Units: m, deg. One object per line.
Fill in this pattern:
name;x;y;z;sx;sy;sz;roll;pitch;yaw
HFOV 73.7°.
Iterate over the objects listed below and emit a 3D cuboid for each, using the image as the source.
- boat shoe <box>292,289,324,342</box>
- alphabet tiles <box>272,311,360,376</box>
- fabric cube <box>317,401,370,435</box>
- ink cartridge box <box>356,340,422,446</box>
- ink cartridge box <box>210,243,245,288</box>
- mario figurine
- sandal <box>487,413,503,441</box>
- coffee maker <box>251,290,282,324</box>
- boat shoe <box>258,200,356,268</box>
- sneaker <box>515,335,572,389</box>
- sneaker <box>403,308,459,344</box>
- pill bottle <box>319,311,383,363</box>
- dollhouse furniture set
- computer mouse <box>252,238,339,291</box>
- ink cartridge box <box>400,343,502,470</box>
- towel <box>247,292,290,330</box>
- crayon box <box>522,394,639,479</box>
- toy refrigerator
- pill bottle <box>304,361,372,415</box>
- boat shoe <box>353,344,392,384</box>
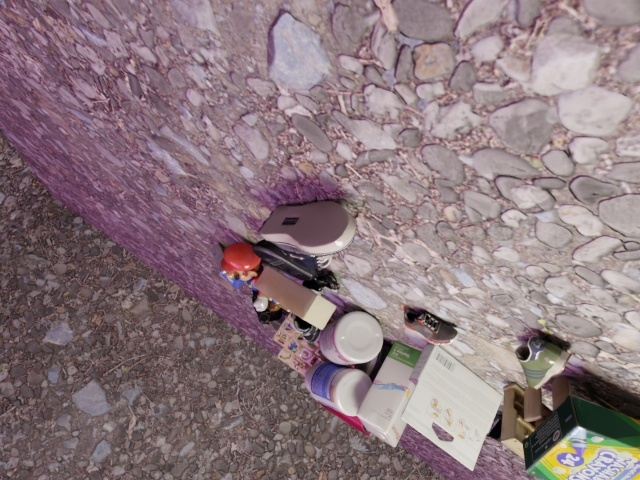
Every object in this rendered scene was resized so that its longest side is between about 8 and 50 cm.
boat shoe;-0.050;0.287;1.519;0.108;0.102;0.301;19;136;15
alphabet tiles;-0.005;0.416;1.657;0.343;0.285;0.011;34;-162;3
fabric cube;0.144;0.622;1.802;0.258;0.259;0.254;25;156;27
ink cartridge box;0.249;0.511;1.421;0.117;0.278;0.201;20;152;31
ink cartridge box;-0.356;0.095;1.629;0.097;0.046;0.207;51;178;-33
mario figurine;-0.255;0.133;1.516;0.198;0.170;0.320;13;151;37
sandal;0.568;0.603;1.399;0.055;0.097;0.254;30;156;13
coffee maker;-0.221;0.273;1.733;0.120;0.171;0.178;14;155;8
boat shoe;0.000;0.000;1.005;0.158;0.127;0.341;41;165;-30
sneaker;0.468;0.261;0.934;0.086;0.064;0.192;33;158;24
sneaker;0.278;0.220;1.107;0.158;0.061;0.064;12;141;42
pill bottle;0.092;0.340;1.453;0.161;0.160;0.283;35;158;0
dollhouse furniture set;0.581;0.426;1.053;0.212;0.161;0.242;39;134;-9
computer mouse;-0.076;0.062;1.278;0.272;0.072;0.189;33;161;-23
ink cartridge box;0.373;0.477;1.239;0.275;0.238;0.060;38;156;-7
towel;-0.190;0.390;2.086;0.313;0.056;0.324;22;152;21
crayon box;0.632;0.466;0.891;0.324;0.083;0.202;19;127;5
toy refrigerator;-0.088;0.180;1.354;0.270;0.094;0.102;24;169;45
pill bottle;0.053;0.515;1.522;0.152;0.152;0.272;43;157;-18
boat shoe;0.181;0.486;1.558;0.092;0.114;0.302;7;132;-14
